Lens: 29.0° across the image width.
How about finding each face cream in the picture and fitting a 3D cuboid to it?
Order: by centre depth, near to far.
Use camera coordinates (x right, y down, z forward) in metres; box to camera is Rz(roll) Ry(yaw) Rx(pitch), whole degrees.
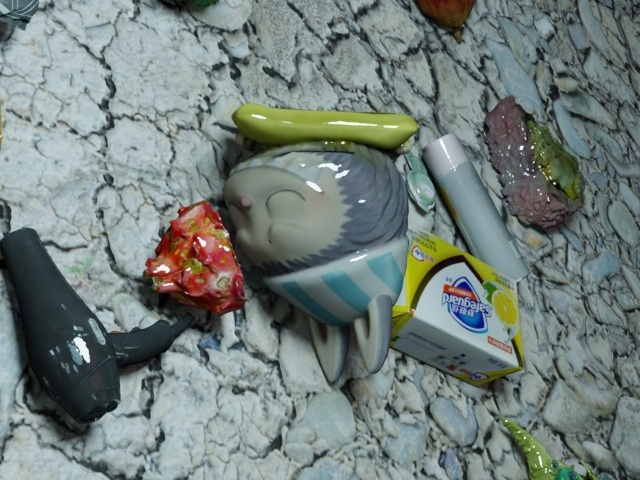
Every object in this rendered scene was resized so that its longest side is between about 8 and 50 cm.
[{"bbox_3d":[0.255,-0.049,2.045,0.269,0.073,0.107,63,4,1],"label":"face cream"}]

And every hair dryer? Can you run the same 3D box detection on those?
[{"bbox_3d":[-0.245,0.093,1.439,0.272,0.091,0.235,4,53,-60],"label":"hair dryer"}]

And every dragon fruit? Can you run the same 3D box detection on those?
[{"bbox_3d":[-0.169,0.032,1.525,0.111,0.153,0.153,-17,78,-17],"label":"dragon fruit"}]

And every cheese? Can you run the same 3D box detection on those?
[{"bbox_3d":[0.163,-0.096,2.016,0.067,0.026,0.120,33,36,-34],"label":"cheese"}]

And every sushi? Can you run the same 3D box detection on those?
[{"bbox_3d":[0.396,-0.141,2.244,0.161,0.107,0.241,-2,68,-52],"label":"sushi"}]

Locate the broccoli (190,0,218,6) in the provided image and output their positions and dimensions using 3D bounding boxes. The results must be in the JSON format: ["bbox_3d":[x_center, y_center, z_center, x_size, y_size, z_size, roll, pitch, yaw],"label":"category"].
[{"bbox_3d":[-0.148,-0.463,1.741,0.270,0.270,0.269,-1,59,0],"label":"broccoli"}]

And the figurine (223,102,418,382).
[{"bbox_3d":[0.000,0.000,1.696,0.361,0.267,0.377,-24,119,-76],"label":"figurine"}]

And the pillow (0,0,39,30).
[{"bbox_3d":[-0.449,-0.395,1.482,0.162,0.093,0.335,-10,74,-46],"label":"pillow"}]

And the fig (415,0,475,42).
[{"bbox_3d":[0.235,-0.432,2.248,0.119,0.119,0.152,-28,103,-52],"label":"fig"}]

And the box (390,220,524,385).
[{"bbox_3d":[0.184,0.098,1.863,0.265,0.097,0.168,28,48,-34],"label":"box"}]

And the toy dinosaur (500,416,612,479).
[{"bbox_3d":[0.361,0.376,1.897,0.259,0.094,0.153,41,42,-12],"label":"toy dinosaur"}]

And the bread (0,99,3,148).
[{"bbox_3d":[-0.408,-0.109,1.372,0.103,0.065,0.187,17,57,-39],"label":"bread"}]
